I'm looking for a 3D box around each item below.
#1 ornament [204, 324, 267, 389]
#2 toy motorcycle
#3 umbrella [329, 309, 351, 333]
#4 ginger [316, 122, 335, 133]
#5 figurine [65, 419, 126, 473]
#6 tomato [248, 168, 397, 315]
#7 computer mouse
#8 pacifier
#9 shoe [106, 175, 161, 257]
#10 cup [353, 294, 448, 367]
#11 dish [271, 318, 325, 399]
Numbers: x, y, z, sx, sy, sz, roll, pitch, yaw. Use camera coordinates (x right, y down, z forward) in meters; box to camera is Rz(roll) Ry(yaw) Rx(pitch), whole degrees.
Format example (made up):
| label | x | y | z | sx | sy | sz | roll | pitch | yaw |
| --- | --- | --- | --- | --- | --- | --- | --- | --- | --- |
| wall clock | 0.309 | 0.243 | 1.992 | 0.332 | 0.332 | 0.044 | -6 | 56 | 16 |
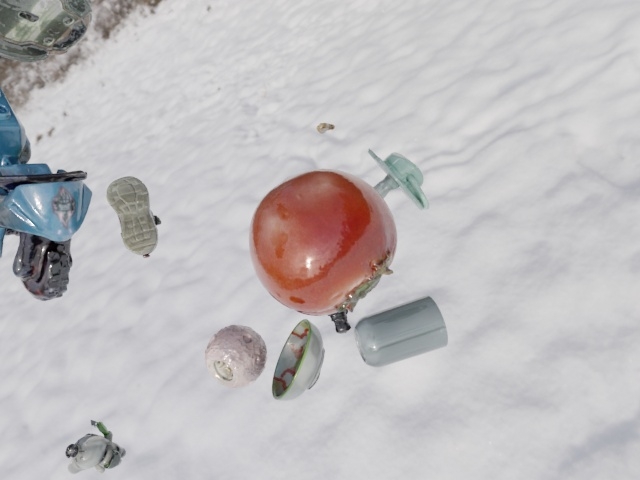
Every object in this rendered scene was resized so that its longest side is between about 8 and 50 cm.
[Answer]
| label | x | y | z | sx | sy | sz | roll | pitch | yaw |
| --- | --- | --- | --- | --- | --- | --- | --- | --- | --- |
| ornament | -0.339 | 0.470 | 2.066 | 0.260 | 0.259 | 0.225 | -12 | 22 | 35 |
| toy motorcycle | -0.511 | -0.105 | 0.866 | 0.172 | 0.416 | 0.232 | -11 | -29 | -48 |
| umbrella | 0.026 | 0.201 | 1.964 | 0.113 | 0.106 | 0.357 | -10 | 63 | -25 |
| ginger | 0.011 | -0.362 | 1.606 | 0.048 | 0.030 | 0.097 | -18 | 0 | 27 |
| figurine | -0.699 | 0.655 | 1.559 | 0.126 | 0.192 | 0.147 | 27 | 80 | 38 |
| tomato | 0.000 | 0.000 | 1.073 | 0.322 | 0.321 | 0.321 | -26 | 30 | 16 |
| computer mouse | -0.567 | -0.444 | 0.883 | 0.199 | 0.115 | 0.389 | -40 | -9 | 11 |
| pacifier | 0.235 | -0.171 | 1.776 | 0.269 | 0.288 | 0.343 | -42 | 16 | 12 |
| shoe | -0.460 | -0.052 | 1.276 | 0.100 | 0.125 | 0.227 | -20 | 69 | -9 |
| cup | 0.292 | 0.342 | 1.877 | 0.312 | 0.205 | 0.205 | -16 | 28 | -7 |
| dish | -0.065 | 0.478 | 1.960 | 0.324 | 0.124 | 0.324 | -57 | 16 | 26 |
